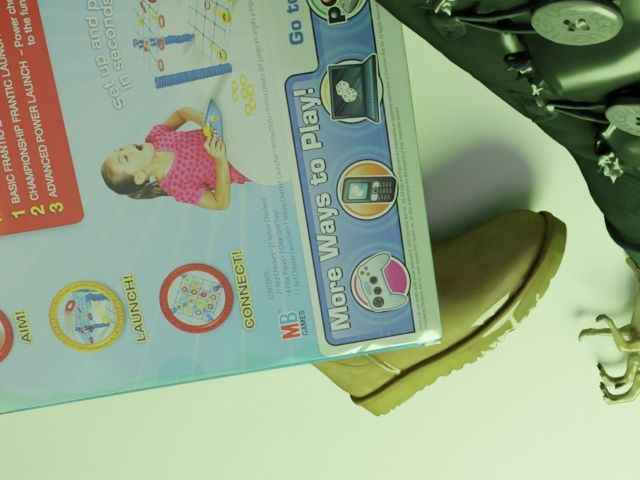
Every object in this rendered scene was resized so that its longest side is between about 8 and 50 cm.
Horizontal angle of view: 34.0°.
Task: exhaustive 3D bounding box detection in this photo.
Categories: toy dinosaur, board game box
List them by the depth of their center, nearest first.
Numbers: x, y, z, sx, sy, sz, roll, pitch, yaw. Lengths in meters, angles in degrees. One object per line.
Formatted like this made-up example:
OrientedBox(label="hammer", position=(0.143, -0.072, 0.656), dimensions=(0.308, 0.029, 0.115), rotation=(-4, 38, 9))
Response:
OrientedBox(label="board game box", position=(-0.101, -0.071, 0.606), dimensions=(0.302, 0.086, 0.308), rotation=(-9, 106, -1))
OrientedBox(label="toy dinosaur", position=(0.259, 0.094, 0.805), dimensions=(0.092, 0.053, 0.183), rotation=(-25, 120, 19))

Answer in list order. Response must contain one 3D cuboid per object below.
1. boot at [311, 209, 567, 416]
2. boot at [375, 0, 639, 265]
OrientedBox(label="boot", position=(0.000, 0.000, 0.737), dimensions=(0.269, 0.089, 0.236), rotation=(35, 121, -18))
OrientedBox(label="boot", position=(0.205, -0.133, 0.472), dimensions=(0.367, 0.146, 0.445), rotation=(-13, 142, 39))
